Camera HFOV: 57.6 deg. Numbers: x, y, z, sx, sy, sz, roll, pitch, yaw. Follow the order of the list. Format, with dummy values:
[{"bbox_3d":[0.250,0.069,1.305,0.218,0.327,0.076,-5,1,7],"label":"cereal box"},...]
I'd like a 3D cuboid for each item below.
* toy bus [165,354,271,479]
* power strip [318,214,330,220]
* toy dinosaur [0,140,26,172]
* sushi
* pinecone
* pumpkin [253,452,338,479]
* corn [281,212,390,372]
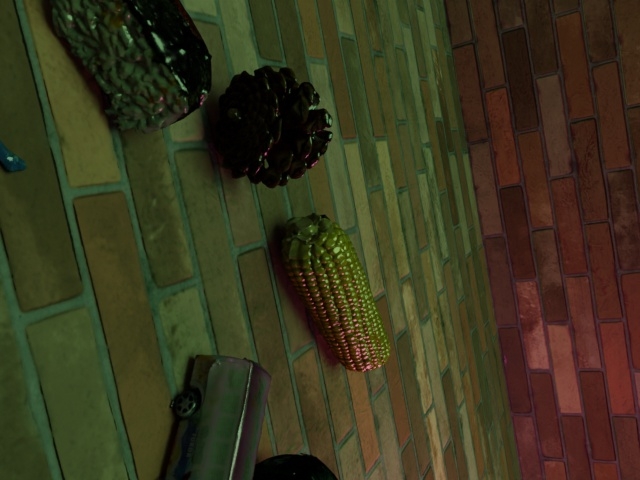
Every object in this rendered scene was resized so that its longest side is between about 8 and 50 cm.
[{"bbox_3d":[-0.151,0.300,0.807,0.090,0.112,0.274,52,41,-54],"label":"toy bus"},{"bbox_3d":[0.000,0.000,1.223,0.038,0.029,0.111,44,46,-48],"label":"power strip"},{"bbox_3d":[-0.393,-0.165,0.519,0.329,0.076,0.145,21,72,-69],"label":"toy dinosaur"},{"bbox_3d":[-0.238,-0.259,0.755,0.225,0.136,0.126,65,25,-20],"label":"sushi"},{"bbox_3d":[-0.071,-0.185,0.960,0.207,0.207,0.208,22,64,-57],"label":"pinecone"},{"bbox_3d":[-0.047,0.447,0.895,0.233,0.162,0.233,30,54,-53],"label":"pumpkin"},{"bbox_3d":[0.039,0.118,1.153,0.387,0.143,0.144,64,34,-28],"label":"corn"}]
